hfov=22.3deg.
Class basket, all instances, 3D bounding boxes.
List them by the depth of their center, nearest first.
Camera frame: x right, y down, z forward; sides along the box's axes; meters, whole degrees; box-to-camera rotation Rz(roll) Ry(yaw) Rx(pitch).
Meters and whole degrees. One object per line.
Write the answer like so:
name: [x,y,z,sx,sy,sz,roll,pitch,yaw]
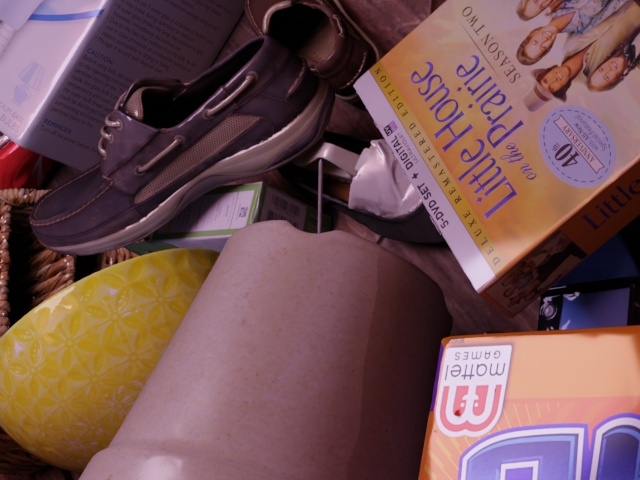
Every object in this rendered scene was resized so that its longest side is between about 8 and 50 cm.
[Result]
basket: [-0.341,0.086,1.830,0.223,0.213,0.299,-26,53,35]

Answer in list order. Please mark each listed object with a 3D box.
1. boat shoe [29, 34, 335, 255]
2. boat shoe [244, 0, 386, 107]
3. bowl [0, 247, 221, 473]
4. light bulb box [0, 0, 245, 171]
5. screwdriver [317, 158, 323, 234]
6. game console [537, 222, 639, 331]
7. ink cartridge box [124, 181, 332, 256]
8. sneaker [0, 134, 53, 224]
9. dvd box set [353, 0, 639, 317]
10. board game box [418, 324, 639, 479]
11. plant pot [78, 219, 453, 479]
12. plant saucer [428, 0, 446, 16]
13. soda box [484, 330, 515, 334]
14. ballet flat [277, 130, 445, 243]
boat shoe: [-0.158,-0.107,1.653,0.355,0.130,0.132,-27,28,17]
boat shoe: [-0.021,-0.236,1.762,0.095,0.095,0.257,-58,41,6]
bowl: [-0.175,0.153,1.607,0.289,0.289,0.156,-41,65,23]
light bulb box: [-0.301,-0.316,1.927,0.358,0.225,0.361,35,97,30]
screwdriver: [0.000,0.000,1.606,0.025,0.024,0.170,-123,31,-55]
game console: [0.222,0.043,1.389,0.122,0.071,0.107,-11,62,43]
ink cartridge box: [-0.102,-0.009,1.716,0.209,0.109,0.062,-5,66,44]
sneaker: [-0.399,-0.014,2.048,0.118,0.107,0.279,40,106,34]
dvd box set: [0.246,-0.173,1.395,0.420,0.062,0.308,-40,44,14]
board game box: [0.289,0.269,0.986,0.356,0.356,0.356,-7,65,44]
plant pot: [-0.031,0.163,1.430,0.333,0.334,0.305,-6,55,44]
plant saucer: [0.193,-0.251,1.598,0.198,0.036,0.199,-22,56,36]
soda box: [0.165,0.164,1.379,0.053,0.060,0.169,-1,77,42]
ballet flat: [0.048,-0.059,1.599,0.280,0.096,0.095,13,78,48]
